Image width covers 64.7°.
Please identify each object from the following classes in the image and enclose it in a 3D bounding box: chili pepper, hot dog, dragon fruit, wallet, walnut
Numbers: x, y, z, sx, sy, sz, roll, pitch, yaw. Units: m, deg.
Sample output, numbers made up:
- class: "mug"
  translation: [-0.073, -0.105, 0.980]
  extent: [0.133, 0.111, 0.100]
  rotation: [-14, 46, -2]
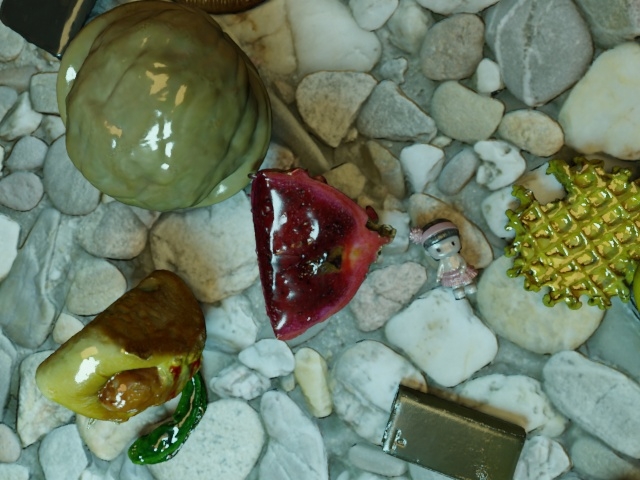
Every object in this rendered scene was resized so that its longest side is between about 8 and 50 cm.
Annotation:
- class: "chili pepper"
  translation: [-0.230, 0.280, 0.792]
  extent: [0.073, 0.050, 0.182]
  rotation: [31, 88, 14]
- class: "hot dog"
  translation: [-0.248, 0.154, 0.704]
  extent: [0.150, 0.256, 0.153]
  rotation: [-38, 99, 16]
- class: "dragon fruit"
  translation: [0.000, 0.000, 0.755]
  extent: [0.212, 0.134, 0.261]
  rotation: [-3, 115, -11]
- class: "wallet"
  translation: [0.198, 0.302, 0.766]
  extent: [0.198, 0.031, 0.110]
  rotation: [18, 90, 6]
- class: "walnut"
  translation: [-0.205, -0.175, 0.691]
  extent: [0.286, 0.296, 0.285]
  rotation: [-3, 122, -4]
- class: "wallet"
  translation: [-0.405, -0.460, 0.821]
  extent: [0.165, 0.042, 0.309]
  rotation: [31, 97, 15]

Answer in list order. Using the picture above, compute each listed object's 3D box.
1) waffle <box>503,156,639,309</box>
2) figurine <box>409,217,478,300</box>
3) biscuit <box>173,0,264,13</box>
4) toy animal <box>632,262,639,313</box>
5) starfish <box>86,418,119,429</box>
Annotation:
- class: "waffle"
  translation: [0.392, -0.010, 0.753]
  extent: [0.229, 0.051, 0.231]
  rotation: [7, 89, 2]
- class: "figurine"
  translation: [0.190, 0.027, 0.769]
  extent: [0.072, 0.054, 0.129]
  rotation: [-25, 93, 18]
- class: "biscuit"
  translation: [-0.161, -0.528, 0.820]
  extent: [0.318, 0.040, 0.317]
  rotation: [0, 87, 5]
- class: "toy animal"
  translation: [0.561, 0.086, 0.605]
  extent: [0.247, 0.345, 0.277]
  rotation: [-36, 69, 8]
- class: "starfish"
  translation: [-0.355, 0.261, 0.820]
  extent: [0.092, 0.016, 0.086]
  rotation: [-7, 89, 10]
